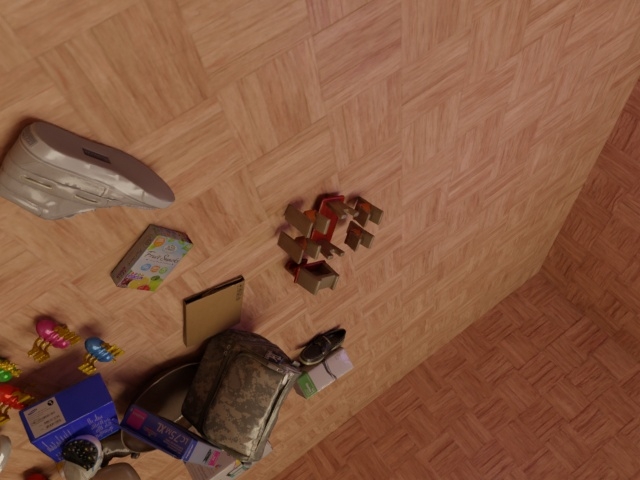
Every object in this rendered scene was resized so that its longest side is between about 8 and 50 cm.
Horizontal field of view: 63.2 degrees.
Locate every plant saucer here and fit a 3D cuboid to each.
[{"bbox_3d":[-0.429,0.462,1.478,0.311,0.050,0.310,-34,142,-32],"label":"plant saucer"}]

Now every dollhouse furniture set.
[{"bbox_3d":[0.000,0.000,1.352,0.262,0.135,0.259,-11,129,-43],"label":"dollhouse furniture set"}]

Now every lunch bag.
[{"bbox_3d":[-0.203,0.418,1.433,0.213,0.256,0.304,25,89,-51],"label":"lunch bag"}]

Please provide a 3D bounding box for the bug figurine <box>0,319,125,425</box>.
[{"bbox_3d":[-0.557,0.250,1.049,0.279,0.072,0.216,-29,144,-11],"label":"bug figurine"}]

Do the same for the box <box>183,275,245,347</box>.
[{"bbox_3d":[-0.277,0.187,1.352,0.165,0.021,0.201,-23,148,-30],"label":"box"}]

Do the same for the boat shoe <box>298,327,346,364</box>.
[{"bbox_3d":[0.010,0.384,1.935,0.224,0.080,0.073,-20,141,-42],"label":"boat shoe"}]

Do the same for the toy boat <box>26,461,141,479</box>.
[{"bbox_3d":[-0.646,0.717,1.413,0.148,0.319,0.267,113,0,-51],"label":"toy boat"}]

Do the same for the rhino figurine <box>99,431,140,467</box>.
[{"bbox_3d":[-0.605,0.597,1.488,0.244,0.073,0.106,-4,141,-38],"label":"rhino figurine"}]

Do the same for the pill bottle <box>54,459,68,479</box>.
[{"bbox_3d":[-0.649,0.570,1.347,0.065,0.116,0.065,-29,150,-19],"label":"pill bottle"}]

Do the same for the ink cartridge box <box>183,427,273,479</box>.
[{"bbox_3d":[-0.344,0.739,1.877,0.270,0.198,0.197,-33,151,-15],"label":"ink cartridge box"}]

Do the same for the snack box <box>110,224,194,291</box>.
[{"bbox_3d":[-0.338,0.039,1.048,0.141,0.037,0.100,-48,152,13],"label":"snack box"}]

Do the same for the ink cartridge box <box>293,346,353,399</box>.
[{"bbox_3d":[-0.002,0.503,2.003,0.220,0.092,0.160,-29,-179,-19],"label":"ink cartridge box"}]

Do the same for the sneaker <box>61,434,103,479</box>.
[{"bbox_3d":[-0.536,0.486,1.192,0.237,0.085,0.086,-53,180,44],"label":"sneaker"}]

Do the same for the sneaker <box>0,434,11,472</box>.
[{"bbox_3d":[-0.785,0.495,1.109,0.232,0.090,0.115,-34,148,-13],"label":"sneaker"}]

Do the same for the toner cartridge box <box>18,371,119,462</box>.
[{"bbox_3d":[-0.561,0.416,1.196,0.165,0.075,0.347,-23,161,-28],"label":"toner cartridge box"}]

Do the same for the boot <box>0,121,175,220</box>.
[{"bbox_3d":[-0.361,-0.081,0.810,0.123,0.095,0.258,-42,144,16],"label":"boot"}]

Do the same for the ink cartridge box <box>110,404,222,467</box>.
[{"bbox_3d":[-0.375,0.494,1.309,0.065,0.186,0.311,-62,162,-19],"label":"ink cartridge box"}]
